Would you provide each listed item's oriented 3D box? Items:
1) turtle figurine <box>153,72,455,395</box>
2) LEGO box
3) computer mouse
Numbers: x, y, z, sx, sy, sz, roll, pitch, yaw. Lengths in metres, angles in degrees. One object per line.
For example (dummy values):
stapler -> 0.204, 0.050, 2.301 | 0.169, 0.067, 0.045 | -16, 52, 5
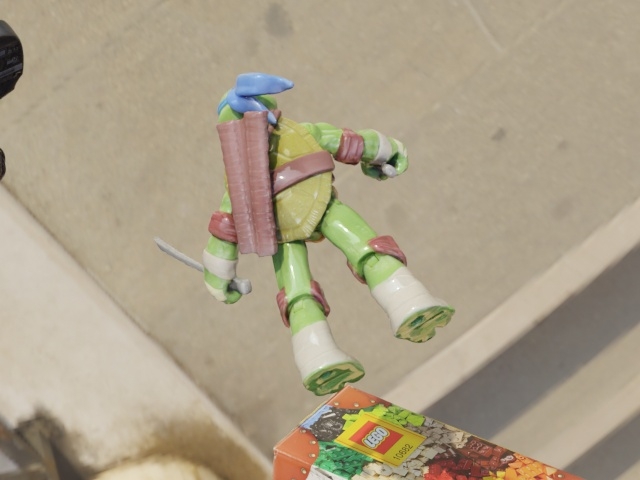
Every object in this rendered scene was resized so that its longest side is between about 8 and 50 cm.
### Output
turtle figurine -> 0.000, 0.000, 1.283 | 0.198, 0.266, 0.274 | -16, 152, -23
LEGO box -> 0.128, 0.491, 1.894 | 0.193, 0.372, 0.500 | -35, 137, -50
computer mouse -> -0.372, -0.150, 1.608 | 0.071, 0.041, 0.242 | -31, 151, -38
